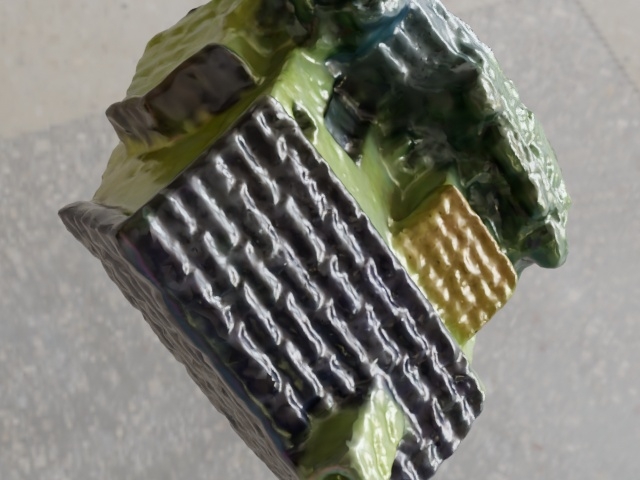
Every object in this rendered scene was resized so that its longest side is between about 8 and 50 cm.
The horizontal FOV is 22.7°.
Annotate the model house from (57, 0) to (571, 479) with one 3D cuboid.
[{"bbox_3d":[0.000,0.000,0.695,0.170,0.194,0.211,-25,25,23],"label":"model house"}]
